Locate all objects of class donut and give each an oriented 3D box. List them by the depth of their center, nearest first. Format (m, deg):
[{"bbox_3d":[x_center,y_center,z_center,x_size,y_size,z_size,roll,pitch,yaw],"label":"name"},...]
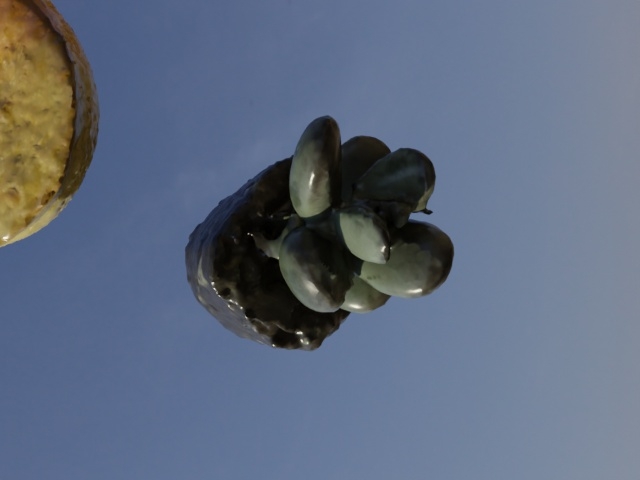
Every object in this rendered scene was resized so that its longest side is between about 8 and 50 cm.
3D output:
[{"bbox_3d":[-0.208,-0.081,0.558,0.174,0.190,0.074,-62,-8,6],"label":"donut"}]

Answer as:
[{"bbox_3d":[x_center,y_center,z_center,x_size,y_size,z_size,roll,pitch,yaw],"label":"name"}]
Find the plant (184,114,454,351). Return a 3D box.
[{"bbox_3d":[0.001,0.001,0.760,0.146,0.274,0.149,33,-113,-14],"label":"plant"}]
